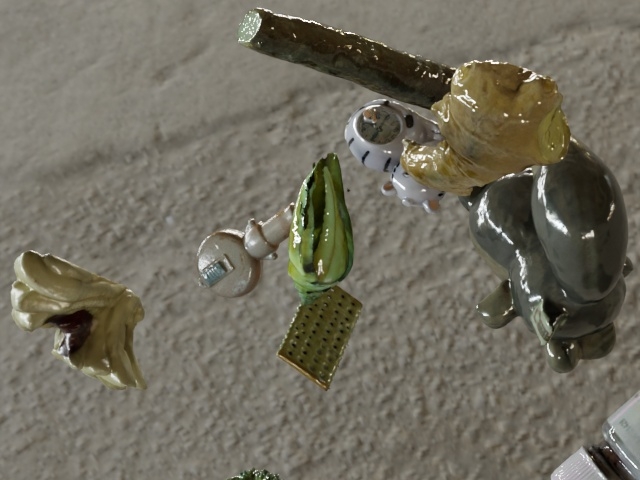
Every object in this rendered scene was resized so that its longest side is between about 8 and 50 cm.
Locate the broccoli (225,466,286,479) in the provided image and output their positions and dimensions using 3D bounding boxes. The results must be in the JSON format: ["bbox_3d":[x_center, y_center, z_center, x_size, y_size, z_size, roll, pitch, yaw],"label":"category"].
[{"bbox_3d":[-0.149,0.573,1.958,0.317,0.277,0.338,13,60,35],"label":"broccoli"}]

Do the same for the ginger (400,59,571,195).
[{"bbox_3d":[0.146,-0.101,1.076,0.086,0.131,0.294,-69,14,-15],"label":"ginger"}]

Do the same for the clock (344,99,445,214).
[{"bbox_3d":[0.105,-0.113,1.456,0.176,0.080,0.117,29,64,14],"label":"clock"}]

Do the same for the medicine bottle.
[{"bbox_3d":[0.463,0.288,1.453,0.273,0.165,0.165,-43,38,6],"label":"medicine bottle"}]

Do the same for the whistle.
[{"bbox_3d":[-0.109,0.015,1.609,0.220,0.107,0.057,-34,-3,27],"label":"whistle"}]

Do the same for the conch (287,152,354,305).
[{"bbox_3d":[-0.003,0.000,1.296,0.079,0.201,0.095,13,41,24],"label":"conch"}]

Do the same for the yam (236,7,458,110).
[{"bbox_3d":[0.038,-0.198,1.172,0.061,0.274,0.061,-26,58,51],"label":"yam"}]

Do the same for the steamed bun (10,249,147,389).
[{"bbox_3d":[-0.392,0.142,1.779,0.247,0.428,0.189,13,83,-8],"label":"steamed bun"}]

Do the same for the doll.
[{"bbox_3d":[0.365,-0.039,1.609,0.252,0.378,0.382,-4,54,-18],"label":"doll"}]

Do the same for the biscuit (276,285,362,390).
[{"bbox_3d":[0.004,0.183,2.209,0.016,0.139,0.231,-38,20,49],"label":"biscuit"}]
